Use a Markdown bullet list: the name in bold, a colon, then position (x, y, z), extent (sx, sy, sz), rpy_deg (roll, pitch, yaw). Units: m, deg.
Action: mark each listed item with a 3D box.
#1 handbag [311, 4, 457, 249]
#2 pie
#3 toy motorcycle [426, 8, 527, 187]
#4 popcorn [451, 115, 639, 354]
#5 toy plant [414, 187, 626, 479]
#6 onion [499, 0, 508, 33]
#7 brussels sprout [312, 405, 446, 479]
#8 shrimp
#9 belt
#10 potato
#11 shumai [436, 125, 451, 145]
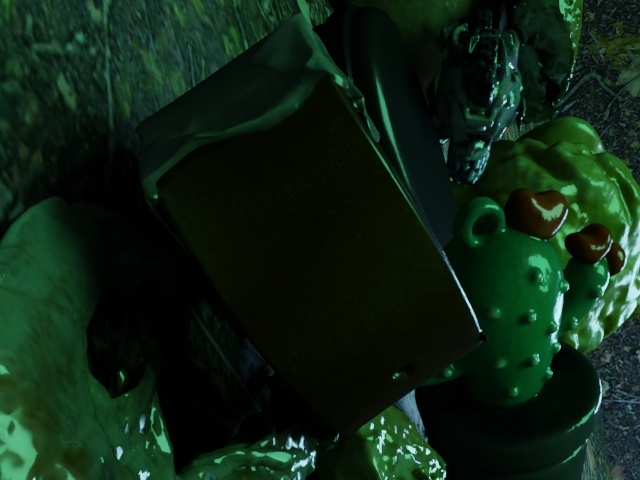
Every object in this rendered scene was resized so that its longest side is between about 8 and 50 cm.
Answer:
- **handbag**: position (0.064, -0.095, 1.125), extent (0.254, 0.093, 0.308), rpy_deg (-69, 141, -63)
- **pie**: position (0.289, -0.322, 1.389), extent (0.355, 0.102, 0.288), rpy_deg (82, 17, -46)
- **toy motorcycle**: position (0.180, -0.147, 1.210), extent (0.239, 0.108, 0.204), rpy_deg (-37, 136, -61)
- **popcorn**: position (0.313, 0.020, 1.439), extent (0.334, 0.292, 0.294), rpy_deg (63, 24, -48)
- **toy plant**: position (0.175, 0.132, 1.070), extent (0.185, 0.279, 0.400), rpy_deg (-85, 170, -55)
- **onion**: position (0.222, -0.345, 1.619), extent (0.207, 0.206, 0.216), rpy_deg (-130, -154, -59)
- **brussels sprout**: position (0.034, 0.162, 0.843), extent (0.139, 0.100, 0.181), rpy_deg (68, 18, 7)
- **shrimp**: position (-0.080, 0.092, 0.597), extent (0.360, 0.085, 0.247), rpy_deg (-1, 71, -68)
- **belt**: position (0.000, 0.000, 0.667), extent (0.217, 0.122, 0.339), rpy_deg (56, 0, 17)
- **potato**: position (0.144, -0.271, 1.308), extent (0.189, 0.211, 0.264), rpy_deg (-38, 114, -80)
- **shumai**: position (0.203, -0.193, 1.521), extent (0.139, 0.105, 0.123), rpy_deg (-63, 148, -33)
